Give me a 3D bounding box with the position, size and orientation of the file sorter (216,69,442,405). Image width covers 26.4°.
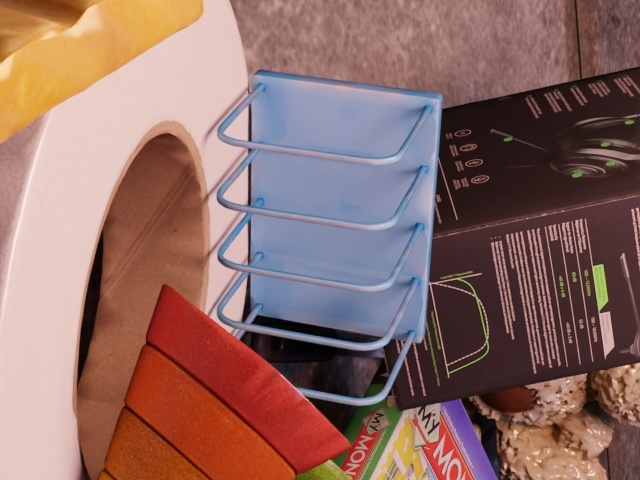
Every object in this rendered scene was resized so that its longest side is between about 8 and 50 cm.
[{"bbox_3d":[0.000,0.000,0.829,0.104,0.118,0.170,-56,152,-58],"label":"file sorter"}]

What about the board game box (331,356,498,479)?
[{"bbox_3d":[0.083,0.265,1.085,0.213,0.046,0.317,-59,137,-34],"label":"board game box"}]

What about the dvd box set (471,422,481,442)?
[{"bbox_3d":[0.013,0.349,1.085,0.420,0.062,0.308,-20,110,-54],"label":"dvd box set"}]

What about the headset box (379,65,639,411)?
[{"bbox_3d":[0.171,-0.015,1.011,0.246,0.283,0.131,-96,174,-66],"label":"headset box"}]

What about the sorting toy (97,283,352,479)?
[{"bbox_3d":[-0.057,0.149,0.766,0.126,0.127,0.365,-49,162,-13],"label":"sorting toy"}]

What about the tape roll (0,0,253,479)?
[{"bbox_3d":[-0.120,0.038,0.726,0.392,0.072,0.392,8,90,-79],"label":"tape roll"}]

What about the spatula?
[{"bbox_3d":[0.028,0.087,1.109,0.296,0.030,0.084,8,88,-56],"label":"spatula"}]

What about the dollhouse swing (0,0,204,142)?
[{"bbox_3d":[-0.251,-0.176,0.431,0.347,0.305,0.315,-41,126,-45],"label":"dollhouse swing"}]

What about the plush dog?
[{"bbox_3d":[0.262,0.108,1.240,0.262,0.225,0.211,68,22,-44],"label":"plush dog"}]
